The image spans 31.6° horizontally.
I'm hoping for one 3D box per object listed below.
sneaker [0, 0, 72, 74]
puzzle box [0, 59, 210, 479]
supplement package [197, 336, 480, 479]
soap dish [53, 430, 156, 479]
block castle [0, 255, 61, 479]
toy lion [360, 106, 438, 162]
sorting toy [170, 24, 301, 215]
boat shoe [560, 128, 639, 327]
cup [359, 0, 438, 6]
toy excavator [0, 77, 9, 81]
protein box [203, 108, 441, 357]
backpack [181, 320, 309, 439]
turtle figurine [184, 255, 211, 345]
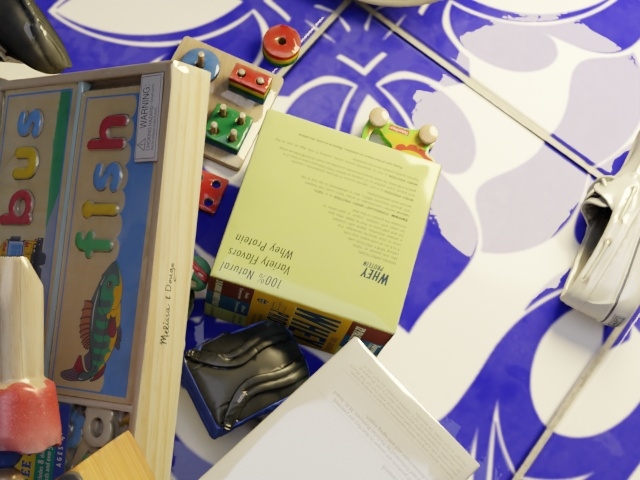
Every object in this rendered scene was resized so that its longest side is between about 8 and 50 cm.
[{"bbox_3d":[-0.388,-0.232,1.230,0.146,0.122,0.330,-41,45,-13],"label":"sneaker"},{"bbox_3d":[-0.237,0.039,1.080,0.052,0.272,0.408,12,81,-50],"label":"puzzle box"},{"bbox_3d":[-0.022,0.268,1.099,0.293,0.177,0.175,-41,80,-20],"label":"supplement package"},{"bbox_3d":[-0.186,0.329,0.875,0.229,0.118,0.291,-34,69,6],"label":"soap dish"},{"bbox_3d":[-0.464,0.116,0.889,0.453,0.303,0.212,0,90,-34],"label":"block castle"},{"bbox_3d":[0.092,-0.097,1.330,0.100,0.034,0.096,20,72,0],"label":"toy lion"},{"bbox_3d":[-0.131,-0.160,1.316,0.132,0.046,0.274,24,69,2],"label":"sorting toy"},{"bbox_3d":[0.345,-0.033,1.312,0.088,0.096,0.267,23,76,-4],"label":"boat shoe"},{"bbox_3d":[0.107,-0.481,1.353,0.331,0.331,0.237,26,42,2],"label":"cup"},{"bbox_3d":[-0.538,-0.010,1.144,0.445,0.222,0.432,18,67,-16],"label":"toy excavator"},{"bbox_3d":[0.000,0.000,1.225,0.200,0.136,0.201,18,68,-2],"label":"protein box"},{"bbox_3d":[-0.080,0.139,1.180,0.120,0.101,0.098,-25,82,-20],"label":"backpack"},{"bbox_3d":[-0.191,0.072,1.183,0.234,0.118,0.175,-41,61,-2],"label":"turtle figurine"}]
